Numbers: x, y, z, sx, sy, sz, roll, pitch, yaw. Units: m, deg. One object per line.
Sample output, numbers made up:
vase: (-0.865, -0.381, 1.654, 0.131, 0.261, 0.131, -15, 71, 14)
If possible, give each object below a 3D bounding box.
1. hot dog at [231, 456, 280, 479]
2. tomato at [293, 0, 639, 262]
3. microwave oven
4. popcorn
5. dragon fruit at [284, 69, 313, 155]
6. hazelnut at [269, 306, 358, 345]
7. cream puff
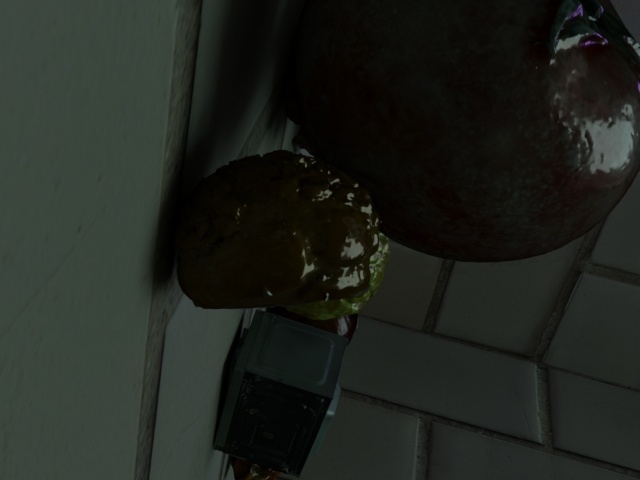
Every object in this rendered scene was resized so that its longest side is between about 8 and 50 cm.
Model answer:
hot dog: (-0.083, 0.327, 1.737, 0.349, 0.117, 0.158, -72, 176, -57)
tomato: (0.131, -0.138, 0.746, 0.282, 0.316, 0.317, -33, -157, 32)
microwave oven: (-0.059, 0.225, 1.273, 0.122, 0.162, 0.208, -71, 180, -47)
popcorn: (0.000, 0.000, 1.215, 0.213, 0.197, 0.198, -119, -150, -41)
dragon fruit: (0.086, -0.196, 1.045, 0.269, 0.250, 0.291, -68, -160, -2)
hazelnut: (-0.023, 0.139, 1.656, 0.204, 0.177, 0.178, -84, -172, -74)
cream puff: (-0.033, -0.008, 0.659, 0.165, 0.150, 0.115, -7, 90, -50)
